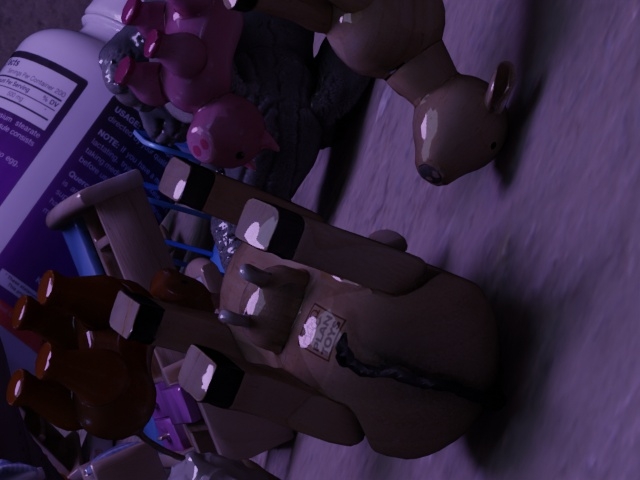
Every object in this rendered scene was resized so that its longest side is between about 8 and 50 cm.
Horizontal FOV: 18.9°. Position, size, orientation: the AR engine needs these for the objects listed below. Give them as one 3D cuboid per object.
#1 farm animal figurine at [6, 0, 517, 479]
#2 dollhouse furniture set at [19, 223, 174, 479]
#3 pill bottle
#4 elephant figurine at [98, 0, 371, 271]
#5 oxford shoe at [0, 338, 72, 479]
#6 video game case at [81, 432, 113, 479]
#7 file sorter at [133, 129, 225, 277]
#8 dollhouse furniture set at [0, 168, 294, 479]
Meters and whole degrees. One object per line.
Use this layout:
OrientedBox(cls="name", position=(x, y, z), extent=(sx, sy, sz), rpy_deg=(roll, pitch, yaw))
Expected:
OrientedBox(cls="farm animal figurine", position=(0.000, 0.000, 0.921), extent=(0.330, 0.172, 0.327), rpy_deg=(-61, 29, 19))
OrientedBox(cls="dollhouse furniture set", position=(-0.215, 0.092, 1.777), extent=(0.242, 0.161, 0.212), rpy_deg=(-42, 17, 2))
OrientedBox(cls="pill bottle", position=(-0.219, -0.044, 1.579), extent=(0.323, 0.181, 0.181), rpy_deg=(-56, 9, -12))
OrientedBox(cls="elephant figurine", position=(-0.040, -0.093, 1.261), extent=(0.169, 0.186, 0.239), rpy_deg=(-31, 29, -2))
OrientedBox(cls="oxford shoe", position=(-0.257, 0.193, 1.502), extent=(0.132, 0.130, 0.364), rpy_deg=(-30, -52, -45))
OrientedBox(cls="video game case", position=(-0.241, 0.314, 1.817), extent=(0.206, 0.026, 0.227), rpy_deg=(-95, 25, -57))
OrientedBox(cls="file sorter", position=(-0.101, -0.028, 1.470), extent=(0.118, 0.104, 0.170), rpy_deg=(-139, 66, -76))
OrientedBox(cls="dollhouse furniture set", position=(-0.221, 0.101, 1.252), extent=(0.198, 0.303, 0.286), rpy_deg=(67, 163, 0))
